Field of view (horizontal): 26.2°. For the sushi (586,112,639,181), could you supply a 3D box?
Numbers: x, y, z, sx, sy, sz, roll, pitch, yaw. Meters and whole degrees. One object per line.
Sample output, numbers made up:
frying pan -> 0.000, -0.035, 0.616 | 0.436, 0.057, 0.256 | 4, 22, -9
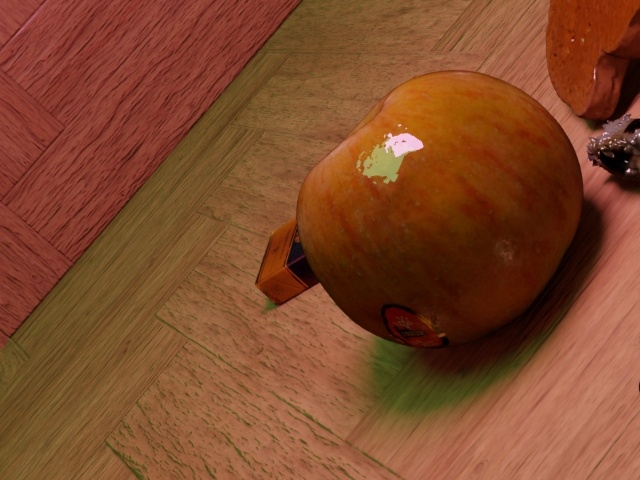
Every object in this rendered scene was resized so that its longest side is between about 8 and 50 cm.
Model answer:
sushi -> 0.429, -0.121, 1.814 | 0.226, 0.103, 0.097 | -12, 57, 58

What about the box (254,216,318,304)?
box -> 0.000, -0.001, 2.423 | 0.237, 0.070, 0.152 | -33, 26, 33

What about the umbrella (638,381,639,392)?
umbrella -> 0.474, 0.056, 1.466 | 0.337, 0.067, 0.073 | -45, 9, 5

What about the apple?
apple -> 0.154, -0.052, 1.876 | 0.400, 0.333, 0.400 | -37, 25, 21

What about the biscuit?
biscuit -> 0.437, -0.406, 2.017 | 0.455, 0.078, 0.349 | 110, 158, -49
